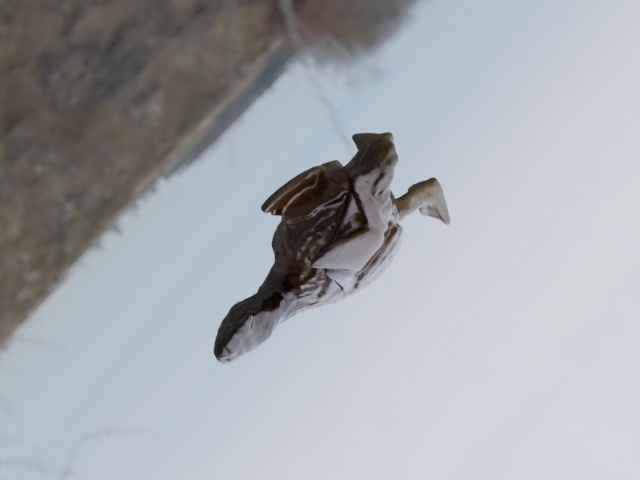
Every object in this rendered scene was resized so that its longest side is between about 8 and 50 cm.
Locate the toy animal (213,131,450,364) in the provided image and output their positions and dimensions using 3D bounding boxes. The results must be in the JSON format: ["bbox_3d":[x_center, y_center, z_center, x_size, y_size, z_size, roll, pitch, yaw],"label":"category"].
[{"bbox_3d":[0.000,0.000,1.242,0.179,0.089,0.188,-42,169,-20],"label":"toy animal"}]
